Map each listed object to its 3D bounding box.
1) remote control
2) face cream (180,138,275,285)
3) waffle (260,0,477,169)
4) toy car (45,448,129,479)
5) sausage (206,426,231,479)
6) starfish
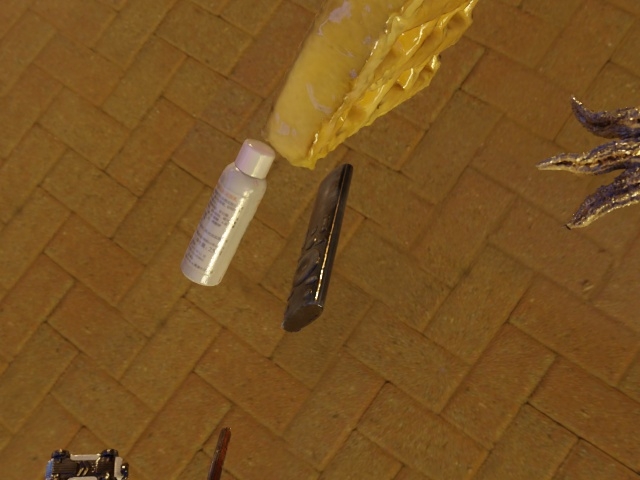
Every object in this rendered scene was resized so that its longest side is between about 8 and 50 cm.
[{"bbox_3d":[0.000,0.000,1.147,0.044,0.107,0.377,30,44,-16],"label":"remote control"},{"bbox_3d":[-0.155,-0.048,1.041,0.082,0.082,0.269,37,113,16],"label":"face cream"},{"bbox_3d":[0.077,-0.178,0.416,0.055,0.221,0.248,42,132,5],"label":"waffle"},{"bbox_3d":[-0.505,0.505,1.320,0.171,0.070,0.080,6,42,-20],"label":"toy car"},{"bbox_3d":[-0.192,0.420,1.136,0.025,0.198,0.028,-9,116,8],"label":"sausage"},{"bbox_3d":[0.456,-0.101,0.849,0.294,0.084,0.301,-2,77,40],"label":"starfish"}]
